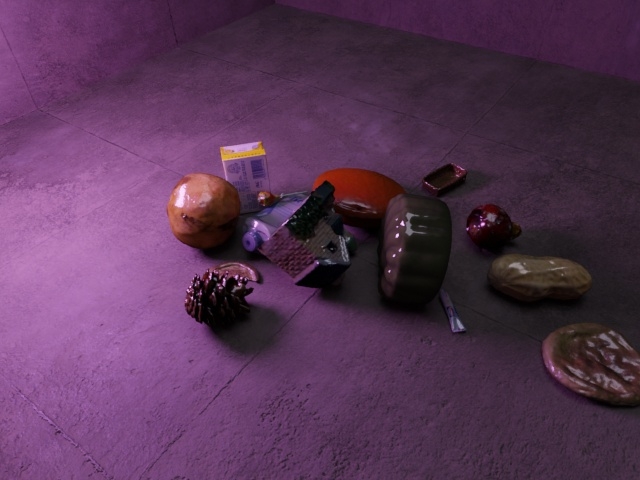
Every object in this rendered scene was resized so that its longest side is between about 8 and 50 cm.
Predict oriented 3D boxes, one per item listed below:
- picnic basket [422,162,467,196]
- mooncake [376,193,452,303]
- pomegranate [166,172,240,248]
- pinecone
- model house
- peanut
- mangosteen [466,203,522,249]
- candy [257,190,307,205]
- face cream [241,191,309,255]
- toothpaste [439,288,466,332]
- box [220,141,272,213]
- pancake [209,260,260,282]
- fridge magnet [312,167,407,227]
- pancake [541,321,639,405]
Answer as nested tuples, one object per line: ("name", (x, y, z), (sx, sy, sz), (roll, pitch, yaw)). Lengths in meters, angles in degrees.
("picnic basket", (0.510, -0.249, 2.070), (0.194, 0.054, 0.110), (-28, 49, -26))
("mooncake", (0.283, 0.023, 1.597), (0.188, 0.351, 0.351), (11, 43, -2))
("pomegranate", (-0.417, -0.112, 1.802), (0.282, 0.281, 0.281), (-1, 43, 1))
("pinecone", (-0.314, 0.181, 1.557), (0.205, 0.179, 0.184), (11, 64, -10))
("model house", (-0.002, 0.001, 1.665), (0.284, 0.243, 0.298), (46, 46, -8))
("peanut", (0.696, 0.121, 1.596), (0.314, 0.152, 0.152), (4, 43, 2))
("mangosteen", (0.611, -0.046, 1.782), (0.180, 0.166, 0.166), (6, 36, -31))
("candy", (-0.145, -0.173, 1.941), (0.201, 0.060, 0.060), (-11, 43, -19))
("face cream", (-0.129, -0.068, 1.882), (0.235, 0.137, 0.420), (24, 37, 28))
("toothpaste", (0.410, 0.219, 1.584), (0.045, 0.028, 0.169), (-3, 44, -10))
("box", (-0.283, -0.238, 1.939), (0.169, 0.265, 0.097), (-11, 41, -6))
("pancake", (-0.311, 0.133, 1.715), (0.184, 0.020, 0.190), (24, 49, 24))
("fridge magnet", (0.150, -0.168, 1.898), (0.364, 0.155, 0.363), (6, 31, -3))
("pancake", (0.779, 0.340, 1.421), (0.295, 0.049, 0.294), (-1, 41, 1))
